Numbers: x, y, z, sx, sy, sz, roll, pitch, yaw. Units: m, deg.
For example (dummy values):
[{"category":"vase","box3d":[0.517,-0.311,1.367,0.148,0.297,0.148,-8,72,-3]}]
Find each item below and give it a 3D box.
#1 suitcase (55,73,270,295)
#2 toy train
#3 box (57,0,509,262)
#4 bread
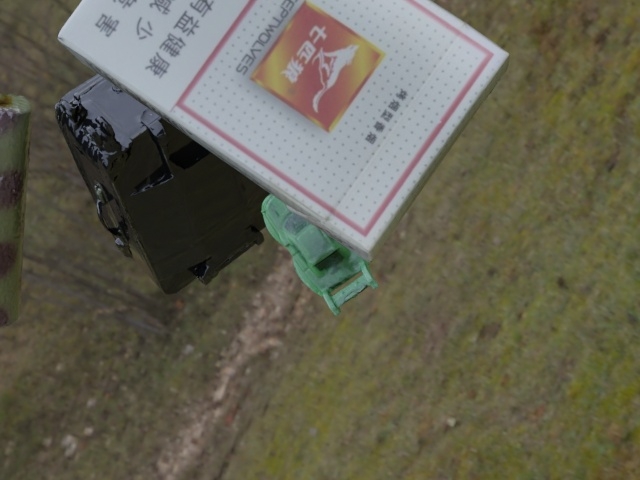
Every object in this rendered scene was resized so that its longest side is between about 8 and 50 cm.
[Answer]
[{"category":"suitcase","box3d":[-0.219,-0.118,1.617,0.283,0.434,0.194,-38,58,-16]},{"category":"toy train","box3d":[0.000,0.000,1.216,0.099,0.149,0.081,-35,8,11]},{"category":"box","box3d":[-0.031,-0.159,0.945,0.210,0.330,0.095,-55,-7,-3]},{"category":"bread","box3d":[-0.506,-0.046,1.520,0.155,0.187,0.338,-105,25,-64]}]
